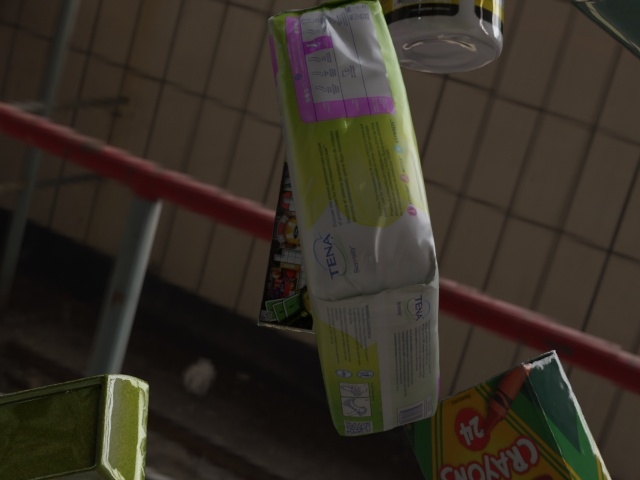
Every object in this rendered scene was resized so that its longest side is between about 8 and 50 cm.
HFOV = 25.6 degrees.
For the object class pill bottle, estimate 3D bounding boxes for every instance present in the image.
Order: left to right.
[{"bbox_3d":[0.117,-0.275,1.339,0.119,0.208,0.119,4,-13,1],"label":"pill bottle"}]

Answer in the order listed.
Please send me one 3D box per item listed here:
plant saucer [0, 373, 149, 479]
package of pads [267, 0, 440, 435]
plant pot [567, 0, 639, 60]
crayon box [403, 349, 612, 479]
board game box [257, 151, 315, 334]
[{"bbox_3d":[-0.262,0.197,1.335,0.188,0.045,0.188,-12,35,3],"label":"plant saucer"},{"bbox_3d":[0.030,-0.024,1.140,0.101,0.229,0.296,-9,56,-1],"label":"package of pads"},{"bbox_3d":[0.458,-0.400,1.889,0.334,0.341,0.341,35,1,-36],"label":"plant pot"},{"bbox_3d":[0.242,0.311,1.612,0.081,0.202,0.318,-13,75,-47],"label":"crayon box"},{"bbox_3d":[0.000,0.000,1.917,0.136,0.260,0.030,10,-17,-7],"label":"board game box"}]
